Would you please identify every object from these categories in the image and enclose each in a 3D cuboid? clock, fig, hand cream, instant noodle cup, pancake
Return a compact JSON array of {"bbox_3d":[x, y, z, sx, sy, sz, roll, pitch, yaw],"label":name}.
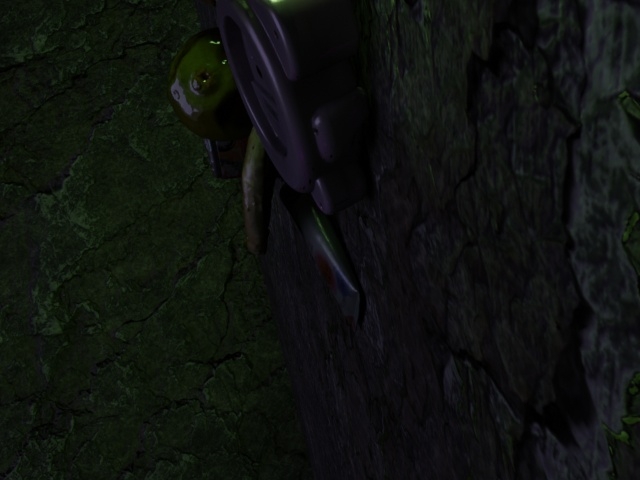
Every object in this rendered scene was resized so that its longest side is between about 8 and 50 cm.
[{"bbox_3d":[-0.037,-0.215,0.916,0.295,0.113,0.322,50,162,49],"label":"clock"},{"bbox_3d":[-0.196,-0.328,1.442,0.271,0.239,0.239,0,-103,-74],"label":"fig"},{"bbox_3d":[0.000,0.000,1.229,0.124,0.078,0.340,94,156,-57],"label":"hand cream"},{"bbox_3d":[-0.198,-0.256,1.672,0.302,0.182,0.258,-179,76,-80],"label":"instant noodle cup"},{"bbox_3d":[-0.100,-0.154,1.276,0.356,0.065,0.356,-168,90,-87],"label":"pancake"}]

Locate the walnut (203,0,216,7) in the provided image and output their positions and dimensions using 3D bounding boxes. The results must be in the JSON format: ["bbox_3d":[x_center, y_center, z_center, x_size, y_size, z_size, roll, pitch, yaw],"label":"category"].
[{"bbox_3d":[-0.224,-0.572,1.315,0.238,0.141,0.204,-96,21,-65],"label":"walnut"}]
